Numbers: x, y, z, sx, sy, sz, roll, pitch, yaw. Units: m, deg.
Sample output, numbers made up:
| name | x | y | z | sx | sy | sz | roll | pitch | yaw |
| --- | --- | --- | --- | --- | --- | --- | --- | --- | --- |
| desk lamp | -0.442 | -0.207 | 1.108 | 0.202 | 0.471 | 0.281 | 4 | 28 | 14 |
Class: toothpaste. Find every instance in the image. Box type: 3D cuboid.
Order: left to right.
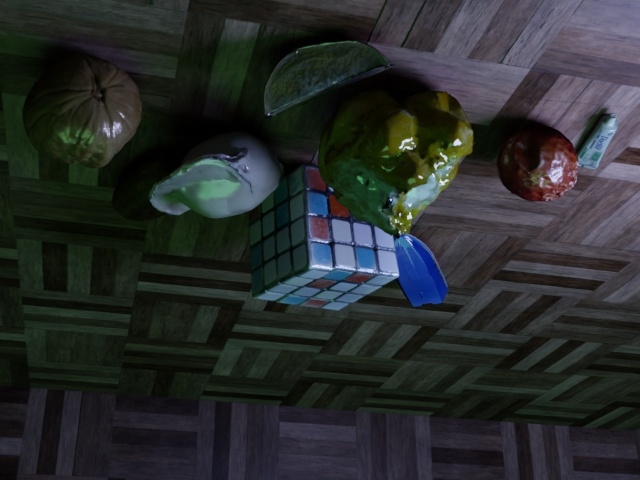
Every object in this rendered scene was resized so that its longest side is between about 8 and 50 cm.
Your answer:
| name | x | y | z | sx | sy | sz | roll | pitch | yaw |
| --- | --- | --- | --- | --- | --- | --- | --- | --- | --- |
| toothpaste | 0.600 | -0.212 | 1.952 | 0.064 | 0.041 | 0.218 | 12 | 156 | 3 |

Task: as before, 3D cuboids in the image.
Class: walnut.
| name | x | y | z | sx | sy | sz | roll | pitch | yaw |
| --- | --- | --- | --- | --- | --- | --- | --- | --- | --- |
| walnut | -0.451 | -0.241 | 1.706 | 0.228 | 0.228 | 0.228 | 0 | 153 | 0 |

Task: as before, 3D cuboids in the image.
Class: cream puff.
| name | x | y | z | sx | sy | sz | roll | pitch | yaw |
| --- | --- | --- | --- | --- | --- | --- | --- | --- | --- |
| cream puff | 0.147 | -0.191 | 1.819 | 0.274 | 0.269 | 0.323 | 34 | 152 | 8 |

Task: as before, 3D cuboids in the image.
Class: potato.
| name | x | y | z | sx | sy | sz | roll | pitch | yaw |
| --- | --- | --- | --- | --- | --- | --- | --- | --- | --- |
| potato | 0.002 | -0.326 | 1.699 | 0.261 | 0.100 | 0.120 | -21 | -172 | 9 |

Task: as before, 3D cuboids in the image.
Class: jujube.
| name | x | y | z | sx | sy | sz | roll | pitch | yaw |
| --- | --- | --- | --- | --- | --- | --- | --- | --- | --- |
| jujube | 0.476 | -0.159 | 1.945 | 0.168 | 0.168 | 0.236 | -15 | 164 | 27 |

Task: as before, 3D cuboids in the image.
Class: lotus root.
| name | x | y | z | sx | sy | sz | roll | pitch | yaw |
| --- | --- | --- | --- | --- | --- | --- | --- | --- | --- |
| lotus root | -0.386 | -0.115 | 2.045 | 0.124 | 0.123 | 0.241 | 30 | 138 | -29 |

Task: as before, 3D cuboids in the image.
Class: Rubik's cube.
| name | x | y | z | sx | sy | sz | roll | pitch | yaw |
| --- | --- | --- | --- | --- | --- | --- | --- | --- | --- |
| Rubik's cube | 0.000 | -0.001 | 2.101 | 0.253 | 0.256 | 0.259 | 9 | 154 | -32 |

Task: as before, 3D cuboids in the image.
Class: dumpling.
| name | x | y | z | sx | sy | sz | roll | pitch | yaw |
| --- | --- | --- | --- | --- | --- | --- | --- | --- | --- |
| dumpling | -0.224 | -0.128 | 1.926 | 0.260 | 0.341 | 0.181 | -23 | 108 | 17 |

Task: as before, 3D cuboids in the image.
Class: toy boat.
| name | x | y | z | sx | sy | sz | roll | pitch | yaw |
| --- | --- | --- | --- | --- | --- | --- | --- | --- | --- |
| toy boat | 0.255 | 0.065 | 2.456 | 0.129 | 0.088 | 0.295 | -10 | 141 | 19 |
